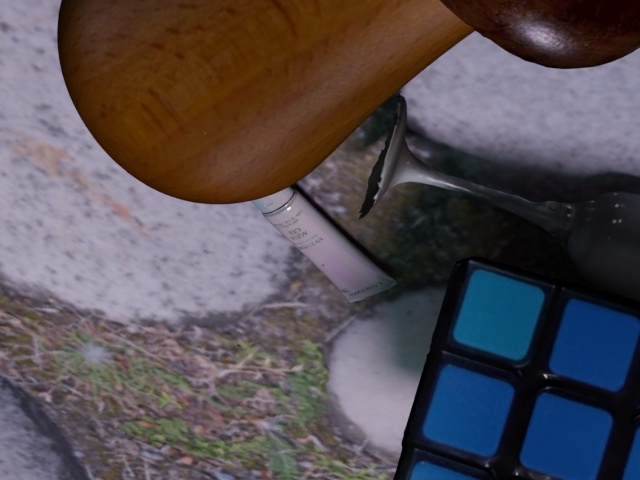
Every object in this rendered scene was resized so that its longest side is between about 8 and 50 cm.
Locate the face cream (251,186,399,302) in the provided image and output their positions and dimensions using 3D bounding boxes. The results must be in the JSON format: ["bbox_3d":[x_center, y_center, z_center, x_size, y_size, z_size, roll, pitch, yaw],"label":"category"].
[{"bbox_3d":[0.000,0.000,0.906,0.038,0.020,0.115,-24,128,32],"label":"face cream"}]

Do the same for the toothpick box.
[{"bbox_3d":[0.022,-0.129,0.654,0.192,0.192,0.294,38,138,-24],"label":"toothpick box"}]

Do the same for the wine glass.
[{"bbox_3d":[0.153,-0.003,0.831,0.262,0.074,0.074,19,137,-7],"label":"wine glass"}]

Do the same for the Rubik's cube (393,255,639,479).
[{"bbox_3d":[0.134,0.109,0.825,0.160,0.162,0.163,17,178,10],"label":"Rubik's cube"}]
